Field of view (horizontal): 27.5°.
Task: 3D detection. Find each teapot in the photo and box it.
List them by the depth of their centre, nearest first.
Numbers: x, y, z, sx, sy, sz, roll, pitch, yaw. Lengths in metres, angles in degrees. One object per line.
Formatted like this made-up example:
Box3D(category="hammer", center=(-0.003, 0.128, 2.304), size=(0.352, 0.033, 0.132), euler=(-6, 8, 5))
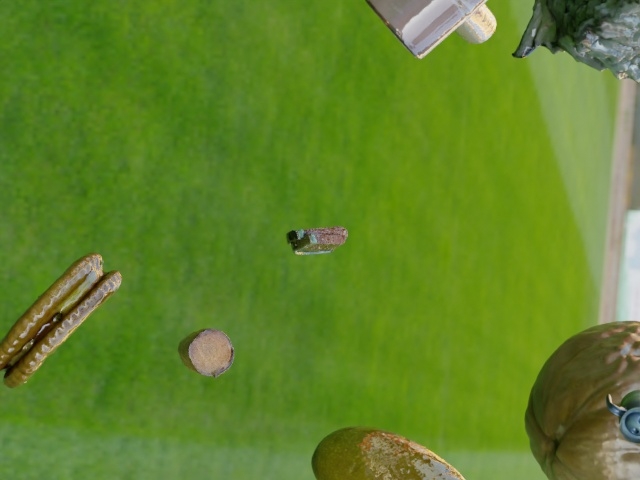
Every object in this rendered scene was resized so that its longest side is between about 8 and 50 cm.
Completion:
Box3D(category="teapot", center=(0.369, 0.198, 1.525), size=(0.064, 0.049, 0.083), euler=(61, 17, 1))

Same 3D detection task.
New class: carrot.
Box3D(category="carrot", center=(-0.183, 0.164, 1.980), size=(0.205, 0.072, 0.072), euler=(175, -79, -74))

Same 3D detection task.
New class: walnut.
Box3D(category="walnut", center=(0.466, 0.261, 1.988), size=(0.277, 0.313, 0.252), euler=(26, -52, 58))

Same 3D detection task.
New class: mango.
Box3D(category="mango", center=(0.085, 0.266, 1.233), size=(0.136, 0.227, 0.099), euler=(-34, 165, -24))

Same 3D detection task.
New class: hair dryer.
Box3D(category="hair dryer", center=(0.185, -0.307, 1.643), size=(0.189, 0.107, 0.344), euler=(-42, 168, 11))

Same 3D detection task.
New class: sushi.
Box3D(category="sushi", center=(0.324, -0.260, 1.311), size=(0.274, 0.139, 0.184), euler=(-44, -147, 53))

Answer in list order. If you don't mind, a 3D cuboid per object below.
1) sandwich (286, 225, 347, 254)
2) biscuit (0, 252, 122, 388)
Box3D(category="sandwich", center=(-0.004, 0.000, 1.481), size=(0.101, 0.069, 0.026), euler=(98, -13, -86))
Box3D(category="biscuit", center=(-0.353, 0.107, 1.732), size=(0.220, 0.066, 0.220), euler=(-46, -176, 4))
